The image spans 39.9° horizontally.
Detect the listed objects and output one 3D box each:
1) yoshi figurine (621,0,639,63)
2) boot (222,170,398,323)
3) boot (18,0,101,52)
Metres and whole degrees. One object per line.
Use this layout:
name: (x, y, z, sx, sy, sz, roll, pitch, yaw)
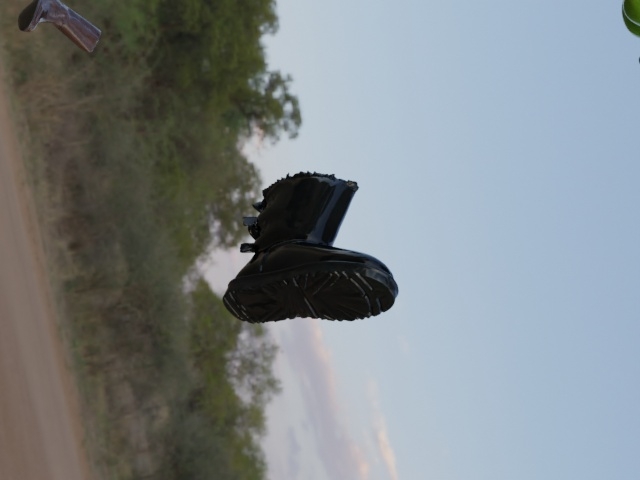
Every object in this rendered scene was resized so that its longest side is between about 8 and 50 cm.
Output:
yoshi figurine: (0.646, -0.338, 1.480, 0.203, 0.362, 0.203, -64, -162, -15)
boot: (0.001, 0.000, 0.537, 0.045, 0.121, 0.099, 55, 41, -35)
boot: (-0.342, -0.280, 1.175, 0.114, 0.037, 0.106, 45, 35, -40)
